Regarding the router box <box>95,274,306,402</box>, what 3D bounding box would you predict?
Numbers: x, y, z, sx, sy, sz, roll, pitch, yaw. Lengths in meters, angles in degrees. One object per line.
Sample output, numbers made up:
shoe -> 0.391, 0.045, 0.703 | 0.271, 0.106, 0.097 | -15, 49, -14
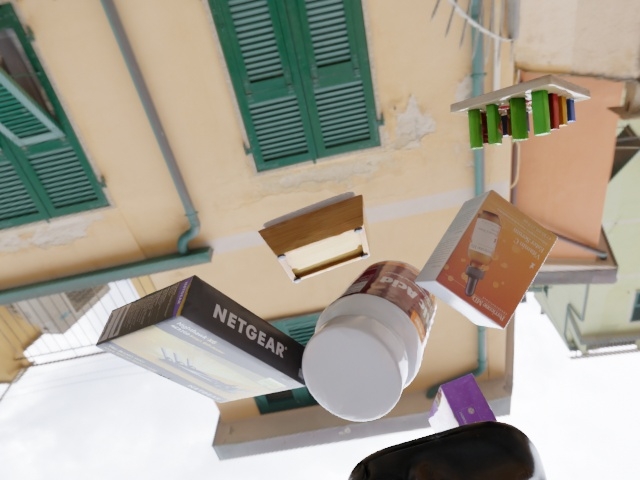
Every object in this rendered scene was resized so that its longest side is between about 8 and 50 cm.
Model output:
router box -> -0.210, 0.204, 0.798 | 0.243, 0.309, 0.081 | -23, -138, 31

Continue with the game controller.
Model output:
game controller -> 0.133, 0.311, 0.357 | 0.167, 0.318, 0.067 | -17, -172, -8

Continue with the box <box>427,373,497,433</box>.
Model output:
box -> 0.256, 0.359, 0.702 | 0.057, 0.293, 0.200 | -20, -123, -3

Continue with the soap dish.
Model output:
soap dish -> 0.000, 0.000, 1.178 | 0.291, 0.229, 0.118 | -19, -120, 1

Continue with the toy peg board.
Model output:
toy peg board -> 0.330, -0.197, 0.698 | 0.161, 0.079, 0.161 | -6, -177, -40

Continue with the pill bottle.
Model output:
pill bottle -> 0.121, 0.195, 0.925 | 0.224, 0.223, 0.392 | 0, -167, 22

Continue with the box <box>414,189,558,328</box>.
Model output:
box -> 0.258, 0.031, 0.668 | 0.170, 0.130, 0.091 | -56, -178, -10
